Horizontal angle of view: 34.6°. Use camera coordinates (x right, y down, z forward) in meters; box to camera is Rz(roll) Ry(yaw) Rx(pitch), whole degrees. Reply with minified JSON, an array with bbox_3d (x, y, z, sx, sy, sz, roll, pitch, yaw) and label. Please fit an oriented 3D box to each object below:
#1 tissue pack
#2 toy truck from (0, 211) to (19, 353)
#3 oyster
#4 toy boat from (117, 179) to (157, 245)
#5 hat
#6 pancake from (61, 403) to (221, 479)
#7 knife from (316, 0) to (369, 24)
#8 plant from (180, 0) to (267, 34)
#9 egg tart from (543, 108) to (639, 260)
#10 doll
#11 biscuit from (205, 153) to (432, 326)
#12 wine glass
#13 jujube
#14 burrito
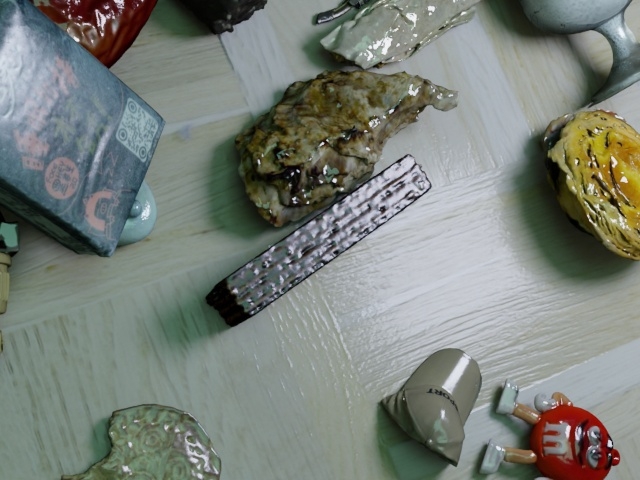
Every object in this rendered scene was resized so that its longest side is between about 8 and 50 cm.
[{"bbox_3d":[-0.353,-0.147,1.325,0.315,0.103,0.228,42,58,-46],"label":"tissue pack"},{"bbox_3d":[-0.594,0.049,1.308,0.405,0.180,0.254,-2,82,-23],"label":"toy truck"},{"bbox_3d":[0.019,-0.191,1.614,0.396,0.111,0.204,-36,76,-22],"label":"oyster"},{"bbox_3d":[-0.328,-0.077,1.488,0.207,0.079,0.134,41,63,-2],"label":"toy boat"},{"bbox_3d":[0.188,0.240,1.561,0.147,0.085,0.175,37,67,-4],"label":"hat"},{"bbox_3d":[-0.242,0.341,1.416,0.212,0.029,0.235,45,66,-2],"label":"pancake"},{"bbox_3d":[0.076,-0.425,1.759,0.222,0.021,0.046,-29,88,-25],"label":"knife"},{"bbox_3d":[-0.198,-0.459,1.612,0.274,0.149,0.146,46,47,-3],"label":"plant"},{"bbox_3d":[0.487,-0.090,1.749,0.297,0.132,0.297,14,57,-23],"label":"egg tart"},{"bbox_3d":[0.369,0.323,1.601,0.217,0.085,0.183,21,67,-2],"label":"doll"},{"bbox_3d":[0.000,0.000,1.557,0.388,0.107,0.073,-34,89,-24],"label":"biscuit"},{"bbox_3d":[0.472,-0.420,1.782,0.238,0.238,0.323,-34,90,-24],"label":"wine glass"},{"bbox_3d":[-0.368,-0.347,1.483,0.223,0.223,0.318,43,63,-3],"label":"jujube"},{"bbox_3d":[0.172,-0.390,1.750,0.392,0.076,0.117,-35,88,-25],"label":"burrito"}]
